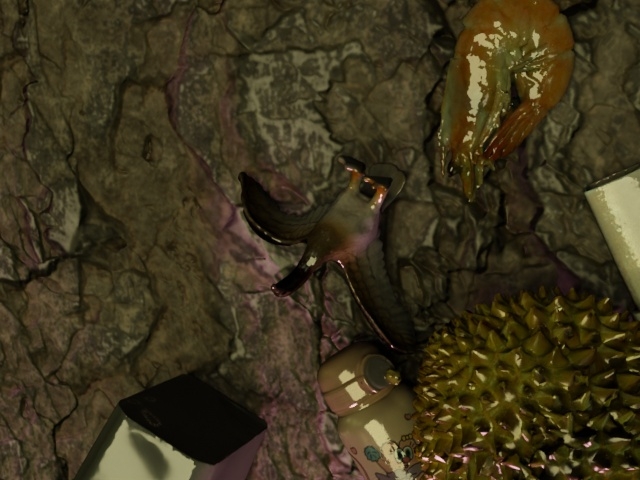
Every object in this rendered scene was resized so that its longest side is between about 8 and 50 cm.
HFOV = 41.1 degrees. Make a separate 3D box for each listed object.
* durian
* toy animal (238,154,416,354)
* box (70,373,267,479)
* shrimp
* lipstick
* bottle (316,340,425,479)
[{"bbox_3d":[0.215,0.189,0.785,0.258,0.258,0.293,-19,123,23],"label":"durian"},{"bbox_3d":[0.005,-0.011,0.861,0.272,0.197,0.160,37,108,15],"label":"toy animal"},{"bbox_3d":[-0.164,0.250,0.955,0.163,0.243,0.135,29,97,14],"label":"box"},{"bbox_3d":[0.177,-0.139,0.837,0.115,0.051,0.217,17,104,14],"label":"shrimp"},{"bbox_3d":[0.328,0.054,0.803,0.079,0.077,0.253,-26,92,22],"label":"lipstick"},{"bbox_3d":[0.077,0.207,0.916,0.209,0.097,0.110,59,146,0],"label":"bottle"}]
